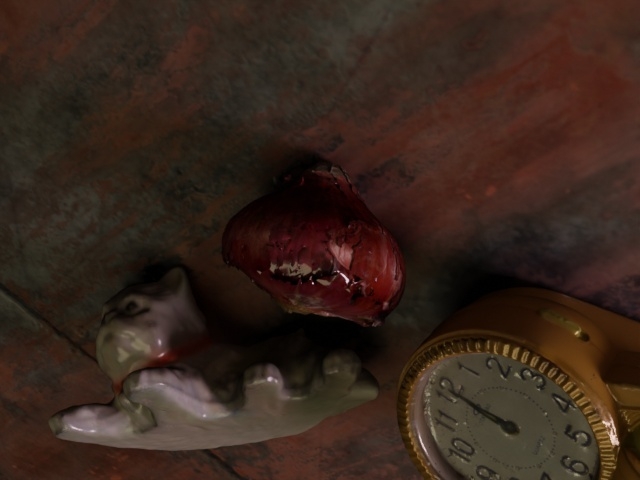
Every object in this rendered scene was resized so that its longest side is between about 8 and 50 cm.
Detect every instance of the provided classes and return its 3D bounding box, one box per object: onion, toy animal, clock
[{"bbox_3d":[0.000,0.000,1.053,0.184,0.184,0.147,15,94,14],"label":"onion"},{"bbox_3d":[-0.103,0.123,1.238,0.266,0.188,0.308,30,131,-34],"label":"toy animal"},{"bbox_3d":[0.235,0.177,1.058,0.317,0.200,0.244,26,124,16],"label":"clock"}]
